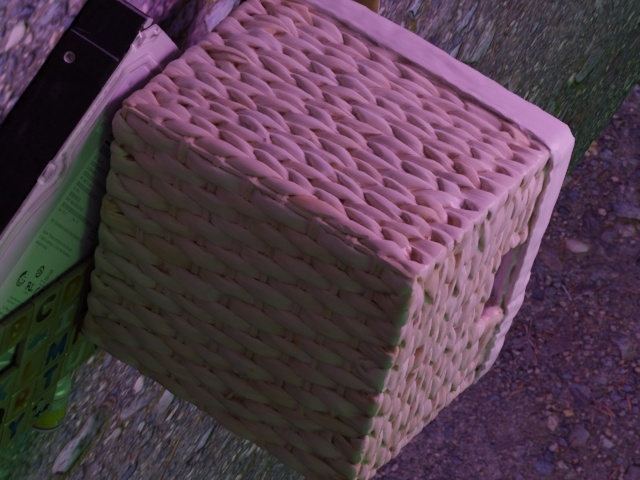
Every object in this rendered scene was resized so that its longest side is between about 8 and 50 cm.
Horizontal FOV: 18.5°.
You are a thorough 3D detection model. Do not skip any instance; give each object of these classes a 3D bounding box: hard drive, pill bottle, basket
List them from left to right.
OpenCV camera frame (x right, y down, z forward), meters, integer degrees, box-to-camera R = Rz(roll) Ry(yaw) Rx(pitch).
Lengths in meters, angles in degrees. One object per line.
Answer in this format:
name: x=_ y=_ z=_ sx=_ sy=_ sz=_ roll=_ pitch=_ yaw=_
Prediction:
pill bottle: x=-0.276 y=0.154 z=1.992 sx=0.043 sy=0.043 sz=0.083 roll=-43 pitch=159 yaw=-42
hard drive: x=-0.231 y=-0.036 z=1.719 sx=0.339 sy=0.064 sz=0.237 roll=-56 pitch=165 yaw=-5
basket: x=0.000 y=0.000 z=1.757 sx=0.266 sy=0.331 sz=0.328 roll=-45 pitch=159 yaw=-42

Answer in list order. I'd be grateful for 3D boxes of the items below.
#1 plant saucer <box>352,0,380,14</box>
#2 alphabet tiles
plant saucer: x=0.012 y=-0.190 z=2.027 sx=0.241 sy=0.037 sz=0.241 roll=-168 pitch=-90 yaw=-80
alphabet tiles: x=-0.255 y=0.108 z=1.795 sx=0.237 sy=0.009 sz=0.198 roll=-40 pitch=157 yaw=-46
